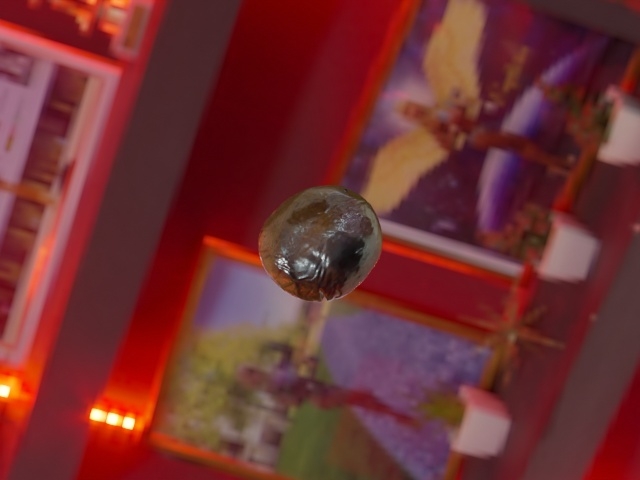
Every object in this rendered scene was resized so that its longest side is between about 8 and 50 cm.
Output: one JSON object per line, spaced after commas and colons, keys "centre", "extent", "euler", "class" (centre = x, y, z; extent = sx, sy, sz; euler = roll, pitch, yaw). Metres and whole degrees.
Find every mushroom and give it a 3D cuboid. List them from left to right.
{"centre": [0.000, 0.000, 1.753], "extent": [0.052, 0.123, 0.123], "euler": [83, -163, -68], "class": "mushroom"}
